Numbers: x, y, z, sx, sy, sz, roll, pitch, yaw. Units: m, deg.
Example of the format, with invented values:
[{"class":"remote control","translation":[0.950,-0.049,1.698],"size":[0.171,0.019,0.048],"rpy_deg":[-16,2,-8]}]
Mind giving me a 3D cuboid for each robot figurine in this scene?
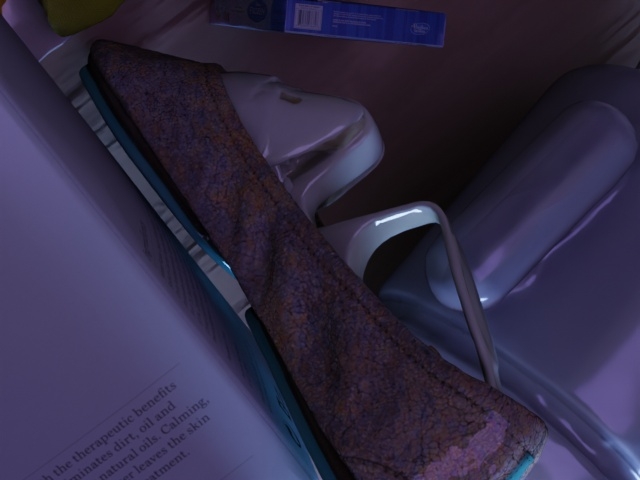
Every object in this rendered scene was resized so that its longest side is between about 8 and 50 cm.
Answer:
[{"class":"robot figurine","translation":[0.142,0.048,0.869],"size":[0.353,0.200,0.300],"rpy_deg":[-50,139,-11]}]

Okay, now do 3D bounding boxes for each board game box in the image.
[{"class":"board game box","translation":[0.002,-0.113,0.829],"size":[0.090,0.090,0.020],"rpy_deg":[2,97,-28]}]

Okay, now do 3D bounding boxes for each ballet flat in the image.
[{"class":"ballet flat","translation":[0.000,0.000,0.743],"size":[0.106,0.316,0.107],"rpy_deg":[-36,152,5]}]

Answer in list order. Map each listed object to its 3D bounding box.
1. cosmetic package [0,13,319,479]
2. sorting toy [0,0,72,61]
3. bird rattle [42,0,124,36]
[{"class":"cosmetic package","translation":[-0.184,0.004,0.692],"size":[0.197,0.155,0.365],"rpy_deg":[-34,114,2]},{"class":"sorting toy","translation":[-0.153,-0.114,0.778],"size":[0.075,0.045,0.083],"rpy_deg":[-28,112,-28]},{"class":"bird rattle","translation":[-0.011,-0.165,0.752],"size":[0.254,0.207,0.143],"rpy_deg":[-6,104,-23]}]
